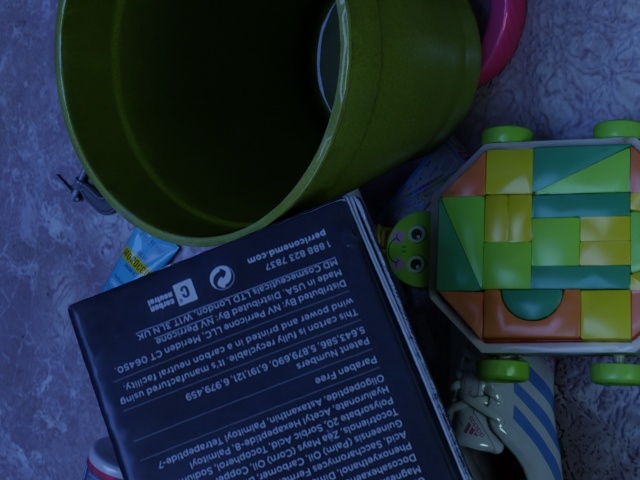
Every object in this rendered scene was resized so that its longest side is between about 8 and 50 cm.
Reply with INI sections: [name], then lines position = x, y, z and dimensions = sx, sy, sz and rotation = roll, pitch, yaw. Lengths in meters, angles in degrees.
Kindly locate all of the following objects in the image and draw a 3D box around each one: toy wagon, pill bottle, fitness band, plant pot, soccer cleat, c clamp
[toy wagon]
position = 0.208, 0.013, 1.392
dimensions = 0.344, 0.068, 0.267
rotation = -1, 79, 19
[pill bottle]
position = -0.288, 0.376, 1.893
dimensions = 0.108, 0.108, 0.180
rotation = 27, 111, 36
[fitness band]
position = 0.125, -0.307, 1.531
dimensions = 0.209, 0.054, 0.291
rotation = -17, 84, 39
[plant pot]
position = -0.020, -0.191, 1.399
dimensions = 0.366, 0.353, 0.367
rotation = 4, 97, 36
[soccer cleat]
position = 0.189, 0.154, 1.452
dimensions = 0.116, 0.143, 0.331
rotation = -14, 84, 40
[c clamp]
position = -0.321, -0.111, 1.941
dimensions = 0.137, 0.022, 0.161
rotation = 47, 121, 28

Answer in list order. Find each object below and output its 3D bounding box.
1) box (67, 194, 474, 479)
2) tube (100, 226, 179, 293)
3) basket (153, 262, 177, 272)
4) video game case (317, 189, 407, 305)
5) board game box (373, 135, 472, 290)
[box]
position = -0.003, 0.278, 1.360
dimensions = 0.297, 0.480, 0.472
rotation = -22, 73, -3
[tube]
position = -0.272, 0.066, 1.902
dimensions = 0.080, 0.052, 0.207
rotation = 40, 112, 18
[basket]
position = -0.154, 0.093, 1.726
dimensions = 0.113, 0.167, 0.103
rotation = -28, 69, 38
[video game case]
position = 0.000, 0.000, 1.612
dimensions = 0.173, 0.022, 0.190
rotation = 3, 130, 40
[board game box]
position = 0.133, -0.030, 1.561
dimensions = 0.154, 0.026, 0.103
rotation = -51, 62, 30
